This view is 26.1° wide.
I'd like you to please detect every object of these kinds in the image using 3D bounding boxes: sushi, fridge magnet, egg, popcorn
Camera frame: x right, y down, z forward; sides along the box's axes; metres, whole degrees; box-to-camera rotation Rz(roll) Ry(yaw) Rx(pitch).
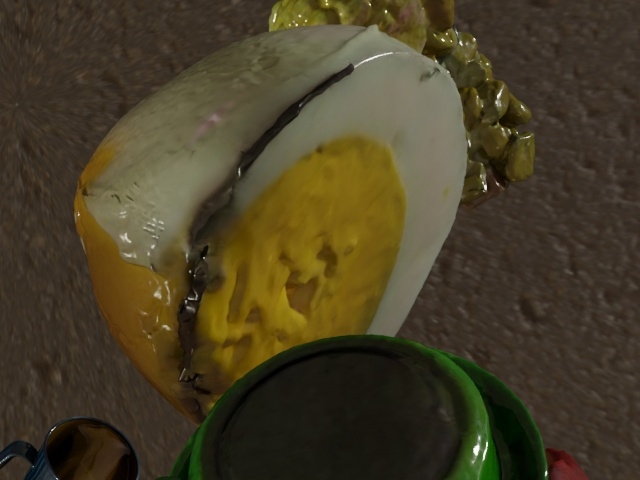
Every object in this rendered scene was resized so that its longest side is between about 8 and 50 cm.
[{"bbox_3d":[0.131,-0.186,2.013,0.328,0.285,0.328,41,42,-38],"label":"sushi"},{"bbox_3d":[0.014,0.126,0.722,0.208,0.208,0.088,-23,129,-9],"label":"fridge magnet"},{"bbox_3d":[-0.052,-0.029,1.015,0.201,0.337,0.337,34,87,27],"label":"egg"},{"bbox_3d":[0.049,-0.280,1.810,0.259,0.212,0.259,-29,133,-36],"label":"popcorn"}]

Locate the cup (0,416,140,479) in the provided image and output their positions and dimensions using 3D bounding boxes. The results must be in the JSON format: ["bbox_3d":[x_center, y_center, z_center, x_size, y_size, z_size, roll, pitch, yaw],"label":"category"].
[{"bbox_3d":[-0.300,0.279,1.599,0.150,0.113,0.138,42,126,9],"label":"cup"}]

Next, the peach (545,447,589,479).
[{"bbox_3d":[0.138,0.212,0.953,0.118,0.151,0.151,9,94,-41],"label":"peach"}]
